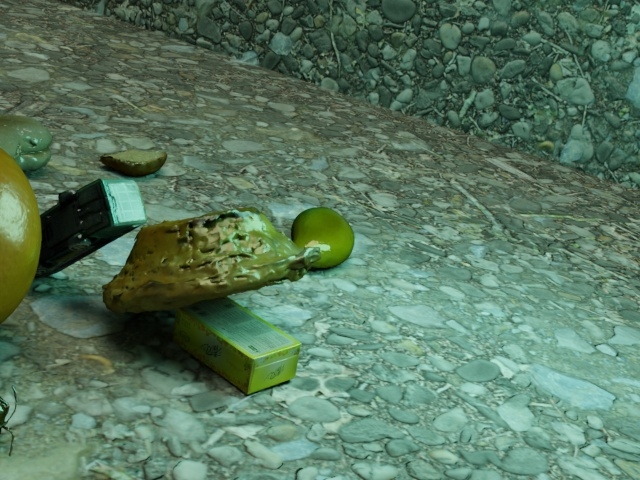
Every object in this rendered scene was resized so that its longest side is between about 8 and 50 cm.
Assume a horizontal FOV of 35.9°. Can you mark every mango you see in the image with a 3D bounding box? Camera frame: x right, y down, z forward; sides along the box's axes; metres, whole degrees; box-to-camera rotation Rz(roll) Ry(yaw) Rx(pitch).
[{"bbox_3d":[0.003,0.000,1.876,0.122,0.085,0.191,19,29,-10],"label":"mango"}]

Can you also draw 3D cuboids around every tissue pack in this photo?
[{"bbox_3d":[-0.123,0.148,1.434,0.176,0.062,0.095,29,28,37],"label":"tissue pack"}]

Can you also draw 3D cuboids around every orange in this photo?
[{"bbox_3d":[-0.517,-0.002,1.276,0.312,0.312,0.312,11,21,-4],"label":"orange"}]

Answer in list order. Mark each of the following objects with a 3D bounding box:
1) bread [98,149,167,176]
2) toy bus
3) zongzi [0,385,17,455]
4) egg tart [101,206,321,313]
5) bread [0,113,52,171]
[{"bbox_3d":[-0.401,-0.169,2.143,0.126,0.044,0.129,12,22,22],"label":"bread"},{"bbox_3d":[-0.378,-0.013,1.498,0.262,0.091,0.109,-23,-11,38],"label":"toy bus"},{"bbox_3d":[-0.461,0.183,1.151,0.187,0.084,0.184,8,10,-30],"label":"zongzi"},{"bbox_3d":[-0.169,0.025,1.473,0.341,0.128,0.341,-11,-1,0],"label":"egg tart"},{"bbox_3d":[-0.698,-0.187,1.937,0.338,0.101,0.183,3,22,-21],"label":"bread"}]
